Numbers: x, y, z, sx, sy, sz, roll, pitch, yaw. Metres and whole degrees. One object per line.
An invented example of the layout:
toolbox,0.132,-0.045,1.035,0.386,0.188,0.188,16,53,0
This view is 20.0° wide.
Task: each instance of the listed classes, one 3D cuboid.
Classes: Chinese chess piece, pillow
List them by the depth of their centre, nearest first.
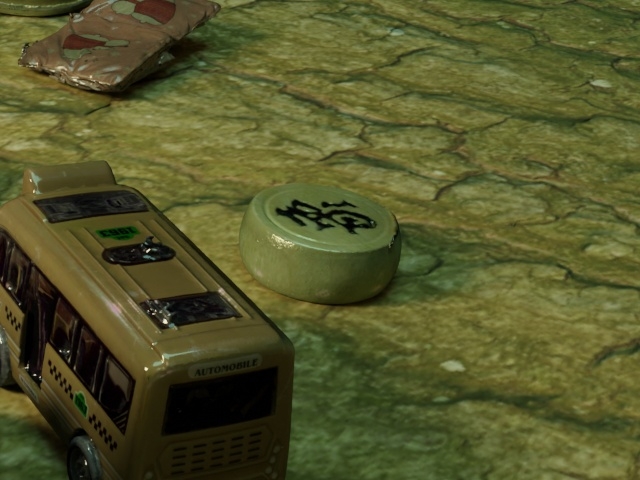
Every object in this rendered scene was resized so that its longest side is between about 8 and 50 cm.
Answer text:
Chinese chess piece,0.000,0.000,1.591,0.144,0.058,0.144,8,26,-4
pillow,-0.218,-0.220,1.983,0.135,0.049,0.248,16,31,17

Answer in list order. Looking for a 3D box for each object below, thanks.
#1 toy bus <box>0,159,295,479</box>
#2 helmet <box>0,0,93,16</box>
toy bus,-0.139,0.067,1.294,0.139,0.157,0.289,-7,30,-30
helmet,-0.349,-0.373,2.147,0.204,0.137,0.257,4,26,-10
